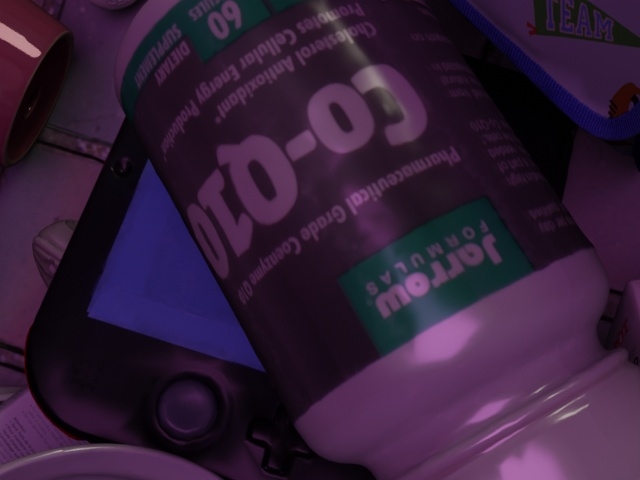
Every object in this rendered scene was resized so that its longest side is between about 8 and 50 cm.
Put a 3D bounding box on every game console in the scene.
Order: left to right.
[{"bbox_3d":[0.000,0.000,0.674,0.342,0.060,0.386,17,68,5],"label":"game console"}]

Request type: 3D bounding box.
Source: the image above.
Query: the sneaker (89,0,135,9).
[{"bbox_3d":[-0.191,-0.327,0.795,0.126,0.091,0.240,18,99,38],"label":"sneaker"}]

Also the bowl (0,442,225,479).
[{"bbox_3d":[-0.166,0.274,0.574,0.298,0.134,0.297,3,84,-27],"label":"bowl"}]

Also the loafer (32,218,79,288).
[{"bbox_3d":[-0.092,0.070,0.735,0.320,0.112,0.111,32,56,11],"label":"loafer"}]

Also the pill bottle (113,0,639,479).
[{"bbox_3d":[0.040,0.004,0.545,0.204,0.204,0.361,-32,76,4],"label":"pill bottle"}]

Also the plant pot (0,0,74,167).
[{"bbox_3d":[-0.314,-0.155,0.740,0.180,0.201,0.201,24,89,-7],"label":"plant pot"}]

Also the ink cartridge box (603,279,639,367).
[{"bbox_3d":[0.285,0.163,0.585,0.168,0.171,0.232,1,51,3],"label":"ink cartridge box"}]

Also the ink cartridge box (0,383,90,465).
[{"bbox_3d":[-0.181,0.217,0.675,0.224,0.045,0.223,-38,101,-25],"label":"ink cartridge box"}]

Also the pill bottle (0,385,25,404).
[{"bbox_3d":[-0.280,0.245,0.721,0.131,0.130,0.245,-3,85,7],"label":"pill bottle"}]

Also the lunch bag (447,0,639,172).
[{"bbox_3d":[0.164,-0.231,0.555,0.239,0.385,0.328,-42,76,12],"label":"lunch bag"}]
